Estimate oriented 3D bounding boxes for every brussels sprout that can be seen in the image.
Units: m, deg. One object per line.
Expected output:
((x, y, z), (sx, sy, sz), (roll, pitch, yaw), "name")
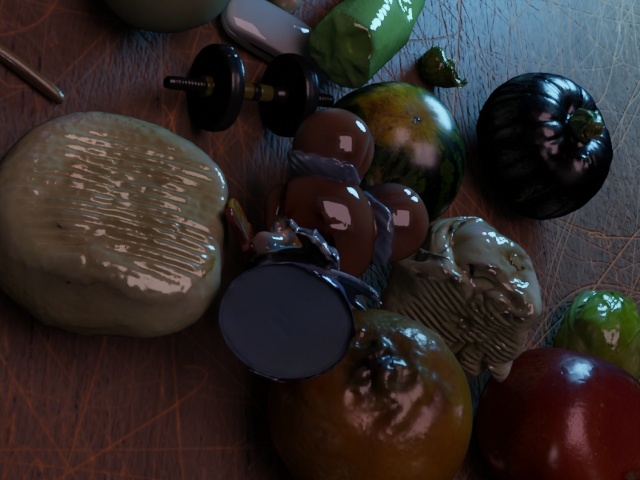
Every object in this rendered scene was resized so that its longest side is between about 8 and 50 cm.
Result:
((0.569, 0.208, 2.115), (0.223, 0.161, 0.223), (6, 78, -30), "brussels sprout")

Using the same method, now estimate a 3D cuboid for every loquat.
((0.079, 0.263, 1.638), (0.328, 0.328, 0.328), (12, 70, -34), "loquat")

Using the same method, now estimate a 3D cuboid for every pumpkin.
((0.463, -0.203, 2.091), (0.296, 0.296, 0.295), (12, 70, -34), "pumpkin")

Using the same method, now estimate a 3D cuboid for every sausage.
((-0.438, -0.251, 1.588), (0.132, 0.024, 0.024), (38, 57, -21), "sausage")

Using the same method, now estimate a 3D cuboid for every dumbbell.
((-0.111, -0.246, 1.755), (0.325, 0.143, 0.143), (0, 76, -36), "dumbbell")

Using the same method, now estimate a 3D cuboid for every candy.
((0.095, -0.397, 1.926), (0.142, 0.132, 0.343), (36, 39, -1), "candy")

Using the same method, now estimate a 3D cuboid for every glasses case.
((-0.073, -0.358, 1.870), (0.233, 0.059, 0.092), (23, 60, -31), "glasses case")

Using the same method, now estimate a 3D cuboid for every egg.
((-0.233, -0.443, 1.677), (0.219, 0.219, 0.269), (46, 59, -16), "egg")

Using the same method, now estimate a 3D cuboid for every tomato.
((0.445, 0.346, 1.909), (0.325, 0.293, 0.289), (21, 81, -23), "tomato")

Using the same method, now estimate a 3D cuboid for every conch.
((0.247, -0.339, 2.094), (0.089, 0.074, 0.121), (-17, 47, -39), "conch")

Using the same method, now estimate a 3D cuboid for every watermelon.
((0.117, -0.146, 1.828), (0.269, 0.269, 0.269), (12, 70, -34), "watermelon")

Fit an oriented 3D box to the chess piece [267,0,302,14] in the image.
((-0.099, -0.470, 1.871), (0.170, 0.094, 0.094), (36, 58, -28), "chess piece")

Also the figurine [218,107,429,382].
((-0.001, -0.001, 1.565), (0.276, 0.248, 0.388), (55, 22, -18), "figurine")

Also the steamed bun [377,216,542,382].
((0.248, 0.086, 1.860), (0.268, 0.280, 0.207), (20, 45, 6), "steamed bun")

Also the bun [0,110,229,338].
((-0.291, -0.007, 1.500), (0.361, 0.213, 0.361), (11, 55, -16), "bun")
